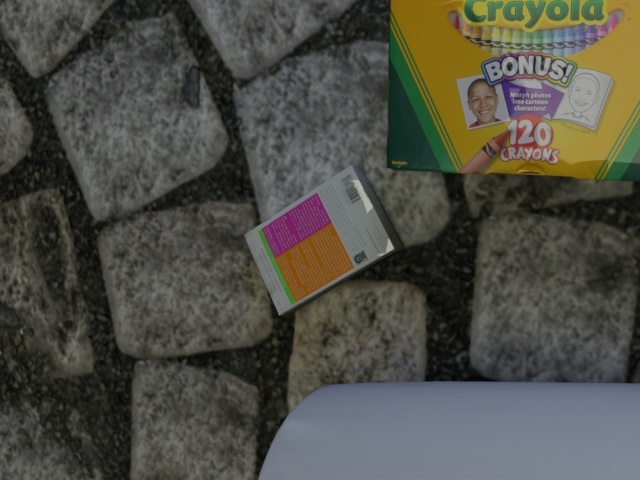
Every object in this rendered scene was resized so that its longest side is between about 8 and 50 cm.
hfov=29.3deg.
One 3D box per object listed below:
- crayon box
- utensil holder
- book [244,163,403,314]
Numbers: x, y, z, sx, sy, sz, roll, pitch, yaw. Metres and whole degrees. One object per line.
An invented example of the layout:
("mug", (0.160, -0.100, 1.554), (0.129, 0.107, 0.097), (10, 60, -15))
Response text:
("crayon box", (0.201, -0.141, 1.090), (0.278, 0.081, 0.165), (4, 99, 26))
("utensil holder", (0.176, 0.274, 1.029), (0.386, 0.328, 0.327), (-2, 96, 29))
("book", (0.000, 0.000, 1.236), (0.144, 0.035, 0.096), (-31, 79, 26))
